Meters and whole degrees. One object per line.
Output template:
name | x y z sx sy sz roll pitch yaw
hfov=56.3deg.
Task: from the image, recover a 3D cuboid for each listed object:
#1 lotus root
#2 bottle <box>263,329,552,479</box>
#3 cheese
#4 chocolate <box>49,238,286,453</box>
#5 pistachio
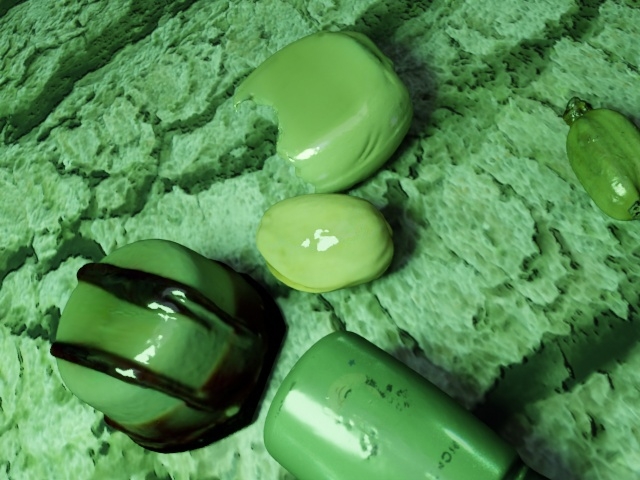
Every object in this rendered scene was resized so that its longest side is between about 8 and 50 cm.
lotus root | 0.365 -0.106 0.757 0.090 0.077 0.183 -20 59 0
bottle | 0.113 0.244 0.605 0.347 0.168 0.168 31 76 27
cheese | 0.004 -0.200 0.914 0.233 0.127 0.266 -30 55 2
chocolate | -0.211 0.121 0.775 0.284 0.186 0.283 -8 60 15
pistachio | 0.000 0.000 0.805 0.201 0.117 0.145 5 50 22
